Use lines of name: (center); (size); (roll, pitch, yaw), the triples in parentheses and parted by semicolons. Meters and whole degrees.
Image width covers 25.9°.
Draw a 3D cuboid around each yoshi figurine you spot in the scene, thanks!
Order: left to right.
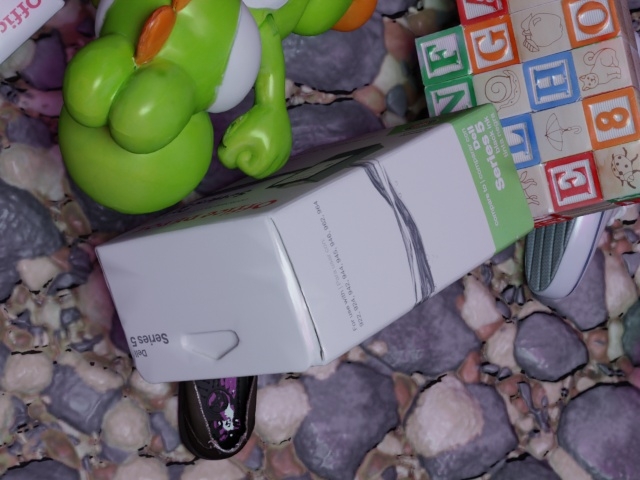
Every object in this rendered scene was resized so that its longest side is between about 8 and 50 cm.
yoshi figurine: (-0.089, -0.147, 1.040); (0.362, 0.203, 0.203); (-53, 136, -49)

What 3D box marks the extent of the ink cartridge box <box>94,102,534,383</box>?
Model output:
ink cartridge box: (0.000, 0.000, 1.059); (0.273, 0.198, 0.115); (-28, 103, -45)

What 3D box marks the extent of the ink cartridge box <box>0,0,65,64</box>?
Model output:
ink cartridge box: (-0.300, -0.192, 1.030); (0.128, 0.127, 0.176); (-46, 107, -13)

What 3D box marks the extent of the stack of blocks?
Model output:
stack of blocks: (0.175, -0.164, 1.179); (0.171, 0.087, 0.297); (-13, 84, 21)

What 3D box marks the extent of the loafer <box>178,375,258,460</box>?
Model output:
loafer: (-0.079, 0.077, 1.151); (0.080, 0.078, 0.220); (-7, 95, -20)

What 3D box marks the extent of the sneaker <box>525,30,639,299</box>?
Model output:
sneaker: (0.263, -0.063, 1.262); (0.091, 0.094, 0.258); (21, 86, -18)
